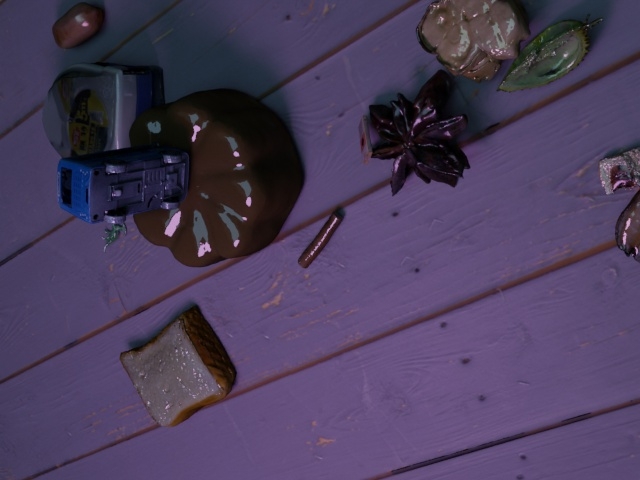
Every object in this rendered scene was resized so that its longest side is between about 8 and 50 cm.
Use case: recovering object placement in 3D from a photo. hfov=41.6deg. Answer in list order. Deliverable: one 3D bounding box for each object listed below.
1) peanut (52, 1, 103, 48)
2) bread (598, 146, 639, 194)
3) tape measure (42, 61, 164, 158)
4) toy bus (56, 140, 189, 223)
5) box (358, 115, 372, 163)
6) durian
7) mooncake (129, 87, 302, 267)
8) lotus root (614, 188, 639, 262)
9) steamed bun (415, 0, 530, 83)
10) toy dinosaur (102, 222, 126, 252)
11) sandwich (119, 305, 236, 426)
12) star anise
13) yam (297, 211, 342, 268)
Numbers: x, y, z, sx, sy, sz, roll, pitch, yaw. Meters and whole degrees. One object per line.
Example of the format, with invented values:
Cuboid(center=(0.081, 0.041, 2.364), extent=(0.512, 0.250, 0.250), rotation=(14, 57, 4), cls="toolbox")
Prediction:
Cuboid(center=(-0.560, -0.492, 1.934), extent=(0.152, 0.076, 0.076), rotation=(-26, 89, 28), cls="peanut")
Cuboid(center=(0.529, -0.121, 1.463), extent=(0.083, 0.035, 0.070), rotation=(-12, 95, 33), cls="bread")
Cuboid(center=(-0.500, -0.281, 1.915), extent=(0.262, 0.138, 0.259), rotation=(15, 107, 24), cls="tape measure")
Cuboid(center=(-0.371, -0.115, 1.603), extent=(0.134, 0.246, 0.113), rotation=(18, 113, 32), cls="toy bus")
Cuboid(center=(0.087, -0.196, 1.640), extent=(0.046, 0.012, 0.083), rotation=(111, 154, -64), cls="box")
Cuboid(center=(0.399, -0.322, 1.445), extent=(0.215, 0.100, 0.086), rotation=(-37, 87, 36), cls="durian")
Cuboid(center=(-0.240, -0.130, 1.776), extent=(0.378, 0.201, 0.378), rotation=(8, 106, 28), cls="mooncake")
Cuboid(center=(0.628, -0.099, 1.398), extent=(0.167, 0.078, 0.329), rotation=(33, 116, -8), cls="lotus root")
Cuboid(center=(0.286, -0.377, 1.493), extent=(0.192, 0.106, 0.177), rotation=(47, 123, 21), cls="steamed bun")
Cuboid(center=(-0.499, -0.010, 2.046), extent=(0.062, 0.021, 0.083), rotation=(4, 103, 14), cls="toy dinosaur")
Cuboid(center=(-0.340, 0.309, 2.000), extent=(0.251, 0.087, 0.226), rotation=(-35, 86, 30), cls="sandwich")
Cuboid(center=(0.185, -0.187, 1.580), extent=(0.282, 0.129, 0.212), rotation=(-22, 89, 48), cls="star anise")
Cuboid(center=(0.000, 0.000, 1.776), extent=(0.032, 0.032, 0.145), rotation=(43, 119, 13), cls="yam")
